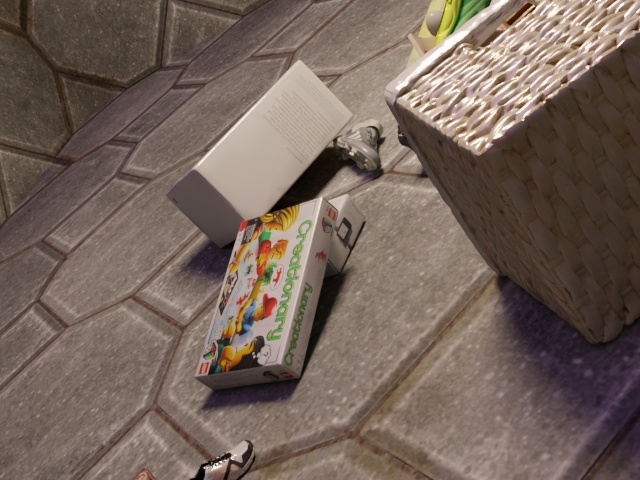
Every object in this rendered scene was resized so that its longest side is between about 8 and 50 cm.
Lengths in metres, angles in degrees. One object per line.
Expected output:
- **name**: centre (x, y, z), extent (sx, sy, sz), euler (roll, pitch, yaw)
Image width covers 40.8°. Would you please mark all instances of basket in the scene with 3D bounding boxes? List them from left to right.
- **basket**: centre (0.312, -0.122, 1.010), extent (0.328, 0.331, 0.266), euler (-37, 27, 0)

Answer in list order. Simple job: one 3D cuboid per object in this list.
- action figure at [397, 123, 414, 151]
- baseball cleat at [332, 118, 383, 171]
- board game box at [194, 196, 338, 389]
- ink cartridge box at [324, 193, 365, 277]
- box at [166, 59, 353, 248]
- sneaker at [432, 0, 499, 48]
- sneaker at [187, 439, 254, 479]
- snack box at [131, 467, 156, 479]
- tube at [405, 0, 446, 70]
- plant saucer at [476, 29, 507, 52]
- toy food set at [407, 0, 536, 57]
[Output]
- **action figure**: centre (0.260, -0.235, 1.479), extent (0.275, 0.141, 0.164), euler (-19, 1, 42)
- **baseball cleat**: centre (0.090, -0.200, 1.731), extent (0.109, 0.072, 0.206), euler (-40, 26, -6)
- **board game box**: centre (-0.084, 0.086, 1.396), extent (0.193, 0.053, 0.305), euler (-15, 49, 38)
- **ink cartridge box**: centre (0.000, 0.000, 1.512), extent (0.109, 0.063, 0.150), euler (-17, 33, 38)
- **box**: centre (-0.127, -0.176, 1.796), extent (0.345, 0.168, 0.215), euler (-50, 10, -25)
- **sneaker**: centre (0.276, -0.368, 1.619), extent (0.109, 0.123, 0.296), euler (-62, -12, -68)
- **sneaker**: centre (-0.136, 0.312, 1.177), extent (0.109, 0.044, 0.040), euler (-44, 24, -19)
- **snack box**: centre (-0.240, 0.384, 1.212), extent (0.064, 0.022, 0.178), euler (-45, 26, -13)
- **tube**: centre (0.260, -0.489, 1.949), extent (0.240, 0.062, 0.070), euler (-67, -16, 8)
- **plant saucer**: centre (0.363, -0.318, 1.463), extent (0.277, 0.041, 0.278), euler (4, 22, -1)
- **toy food set**: centre (0.326, -0.467, 1.739), extent (0.306, 0.092, 0.220), euler (-43, 38, 20)
